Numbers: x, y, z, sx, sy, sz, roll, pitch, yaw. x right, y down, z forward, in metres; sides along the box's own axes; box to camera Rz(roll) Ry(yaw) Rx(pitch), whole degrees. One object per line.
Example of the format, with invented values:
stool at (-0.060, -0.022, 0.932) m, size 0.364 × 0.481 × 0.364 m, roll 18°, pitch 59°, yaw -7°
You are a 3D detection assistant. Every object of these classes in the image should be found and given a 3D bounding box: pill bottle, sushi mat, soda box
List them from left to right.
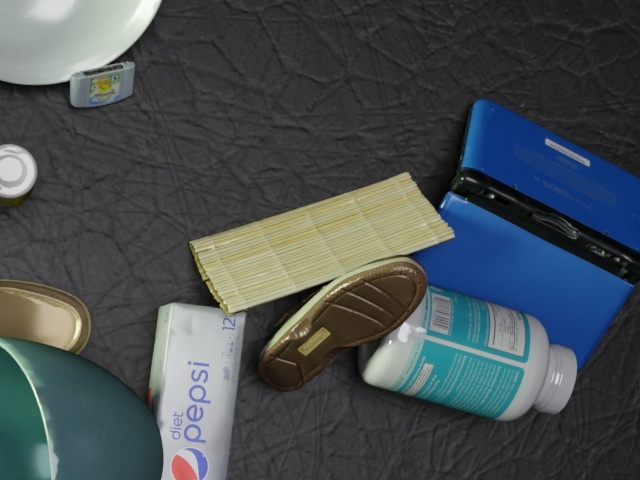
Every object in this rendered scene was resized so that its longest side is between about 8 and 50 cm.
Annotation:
pill bottle at (-0.374, -0.075, 1.603) m, size 0.065 × 0.116 × 0.065 m, roll 2°, pitch 84°, yaw -16°
soda box at (-0.163, 0.223, 1.640) m, size 0.098 × 0.091 × 0.286 m, roll 8°, pitch 82°, yaw -16°
sushi mat at (0.000, 0.000, 1.698) m, size 0.317 × 0.151 × 0.019 m, roll -18°, pitch 134°, yaw -17°
pill bottle at (0.191, 0.147, 1.719) m, size 0.264 × 0.146 × 0.146 m, roll 18°, pitch 79°, yaw -13°

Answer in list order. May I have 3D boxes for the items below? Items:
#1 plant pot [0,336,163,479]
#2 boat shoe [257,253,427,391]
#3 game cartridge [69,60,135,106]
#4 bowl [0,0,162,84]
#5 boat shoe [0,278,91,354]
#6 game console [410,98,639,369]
plant pot at (-0.296, 0.252, 1.527) m, size 0.195 × 0.290 × 0.290 m, roll 1°, pitch 83°, yaw -42°
boat shoe at (0.024, 0.083, 1.647) m, size 0.257 × 0.095 × 0.095 m, roll -33°, pitch 112°, yaw 25°
game cartridge at (-0.273, -0.194, 1.677) m, size 0.083 × 0.056 × 0.017 m, roll -16°, pitch 57°, yaw -24°
bowl at (-0.339, -0.347, 1.606) m, size 0.298 × 0.134 × 0.298 m, roll -17°, pitch 133°, yaw -19°
boat shoe at (-0.438, 0.103, 1.568) m, size 0.341 × 0.110 × 0.121 m, roll 0°, pitch 84°, yaw -15°
game console at (0.282, -0.008, 1.825) m, size 0.293 × 0.173 × 0.250 m, roll 26°, pitch 46°, yaw -12°
